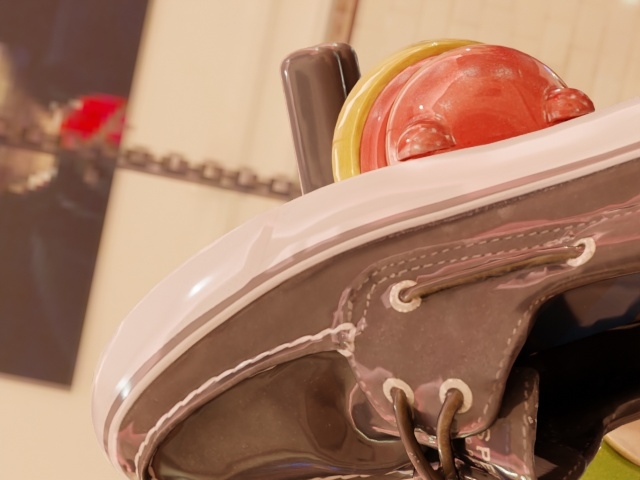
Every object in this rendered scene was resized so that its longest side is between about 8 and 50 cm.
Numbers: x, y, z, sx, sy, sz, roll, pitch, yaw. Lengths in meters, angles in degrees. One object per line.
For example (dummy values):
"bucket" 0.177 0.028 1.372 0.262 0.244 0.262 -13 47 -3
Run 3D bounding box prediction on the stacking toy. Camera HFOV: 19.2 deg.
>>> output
"stacking toy" 0.191 -0.014 0.901 0.279 0.309 0.130 64 173 0

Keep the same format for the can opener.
"can opener" 0.000 0.000 1.394 0.076 0.095 0.283 -29 -71 -67

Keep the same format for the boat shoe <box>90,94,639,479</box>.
"boat shoe" 0.050 0.027 0.453 0.080 0.228 0.076 62 -166 -44
